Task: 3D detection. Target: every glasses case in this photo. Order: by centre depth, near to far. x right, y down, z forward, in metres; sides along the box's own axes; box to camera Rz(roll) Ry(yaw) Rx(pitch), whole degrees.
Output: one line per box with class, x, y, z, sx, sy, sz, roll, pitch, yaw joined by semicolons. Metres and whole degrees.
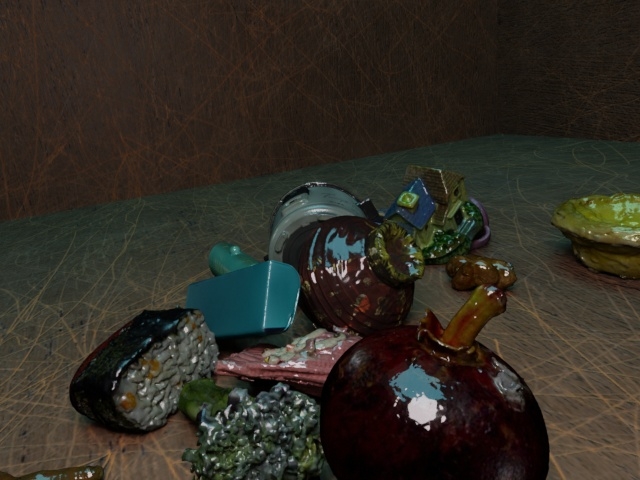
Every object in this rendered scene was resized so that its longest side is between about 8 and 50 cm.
glasses case;-0.149;0.118;0.918;0.070;0.117;0.301;18;-21;-36

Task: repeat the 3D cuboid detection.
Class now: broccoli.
broccoli;-0.119;0.232;0.672;0.165;0.145;0.304;-12;5;-30

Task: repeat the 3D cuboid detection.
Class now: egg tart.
egg tart;0.672;-0.013;1.128;0.346;0.132;0.345;-6;18;2

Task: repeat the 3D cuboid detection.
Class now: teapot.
teapot;0.371;-0.031;1.398;0.146;0.148;0.116;-23;-17;-10

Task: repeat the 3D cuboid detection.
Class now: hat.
hat;0.001;0.179;0.789;0.287;0.107;0.237;2;-2;12

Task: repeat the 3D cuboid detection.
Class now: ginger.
ginger;0.322;0.070;1.105;0.103;0.073;0.162;0;6;-27

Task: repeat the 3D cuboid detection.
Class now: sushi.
sushi;-0.265;0.194;0.814;0.126;0.136;0.225;-5;20;35

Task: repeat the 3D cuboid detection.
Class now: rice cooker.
rice cooker;0.000;0.000;1.168;0.281;0.241;0.227;-32;18;11

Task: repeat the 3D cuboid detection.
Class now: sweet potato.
sweet potato;-0.404;0.301;0.622;0.270;0.074;0.075;-7;17;-13

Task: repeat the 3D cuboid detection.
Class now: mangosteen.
mangosteen;0.123;0.162;0.541;0.236;0.261;0.235;14;15;-4

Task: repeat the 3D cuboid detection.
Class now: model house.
model house;0.263;-0.070;1.269;0.195;0.189;0.214;21;61;42

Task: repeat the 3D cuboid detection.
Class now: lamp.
lamp;0.071;0.064;0.948;0.247;0.246;0.247;-6;17;2

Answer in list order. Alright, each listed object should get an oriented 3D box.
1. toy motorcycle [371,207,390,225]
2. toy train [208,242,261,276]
toy motorcycle;0.204;-0.050;1.484;0.308;0.108;0.173;-13;12;-26
toy train;-0.171;0.088;1.091;0.101;0.159;0.248;-10;15;-28
